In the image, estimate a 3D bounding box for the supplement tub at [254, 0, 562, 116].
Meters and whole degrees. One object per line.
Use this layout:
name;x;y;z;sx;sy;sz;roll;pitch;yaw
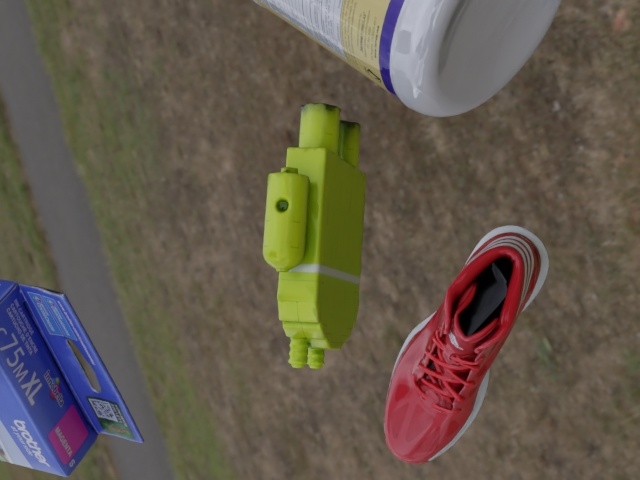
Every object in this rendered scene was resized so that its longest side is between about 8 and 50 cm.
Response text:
supplement tub;0.056;-0.299;1.156;0.331;0.241;0.241;39;147;27

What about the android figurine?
android figurine;0.000;0.000;1.231;0.248;0.056;0.273;16;-102;-73

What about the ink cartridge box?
ink cartridge box;-0.318;0.109;1.014;0.311;0.065;0.186;4;131;28

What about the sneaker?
sneaker;0.098;0.089;0.924;0.087;0.128;0.221;27;102;16
